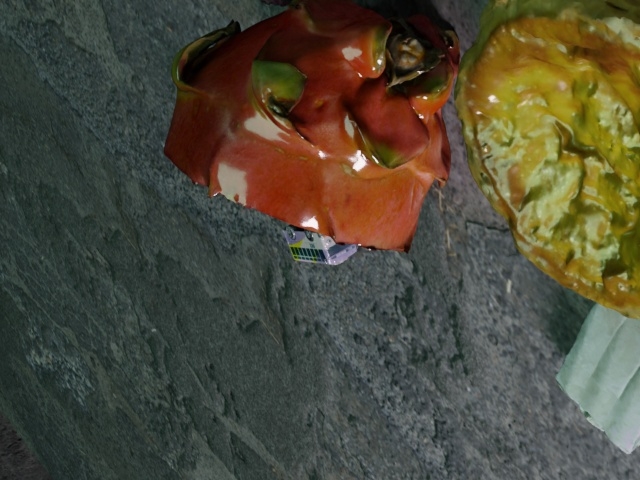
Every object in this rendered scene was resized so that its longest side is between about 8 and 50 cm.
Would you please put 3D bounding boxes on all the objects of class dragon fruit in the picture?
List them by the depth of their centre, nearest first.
[{"bbox_3d":[0.004,-0.144,1.399,0.305,0.305,0.226,36,113,42],"label":"dragon fruit"}]

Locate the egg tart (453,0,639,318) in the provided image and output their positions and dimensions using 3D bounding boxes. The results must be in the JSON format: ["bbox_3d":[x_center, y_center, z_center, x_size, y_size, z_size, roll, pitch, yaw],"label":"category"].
[{"bbox_3d":[0.255,-0.083,1.141,0.341,0.129,0.341,39,144,36],"label":"egg tart"}]

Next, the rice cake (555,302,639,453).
[{"bbox_3d":[0.299,0.119,1.326,0.124,0.038,0.211,47,148,28],"label":"rice cake"}]

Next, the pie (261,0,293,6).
[{"bbox_3d":[-0.059,-0.339,1.565,0.154,0.036,0.154,40,144,38],"label":"pie"}]

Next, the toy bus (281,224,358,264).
[{"bbox_3d":[0.000,0.000,1.727,0.102,0.052,0.058,6,120,60],"label":"toy bus"}]
